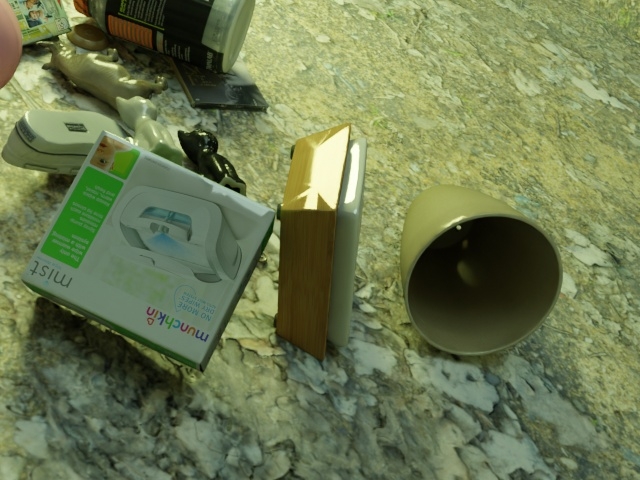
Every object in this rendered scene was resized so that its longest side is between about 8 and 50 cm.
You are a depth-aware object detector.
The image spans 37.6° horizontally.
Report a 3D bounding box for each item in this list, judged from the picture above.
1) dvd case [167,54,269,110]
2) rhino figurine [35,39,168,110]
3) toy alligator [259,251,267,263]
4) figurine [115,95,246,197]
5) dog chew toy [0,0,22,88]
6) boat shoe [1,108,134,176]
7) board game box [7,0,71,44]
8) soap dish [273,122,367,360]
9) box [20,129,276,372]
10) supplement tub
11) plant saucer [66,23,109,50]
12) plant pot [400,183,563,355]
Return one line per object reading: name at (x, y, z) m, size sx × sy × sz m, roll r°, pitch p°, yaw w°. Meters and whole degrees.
dvd case at (-0.215, -0.337, 1.884) m, size 0.164 × 0.018 × 0.221 m, roll -2°, pitch 46°, yaw -32°
rhino figurine at (-0.404, -0.302, 1.684) m, size 0.243 × 0.073 × 0.106 m, roll 28°, pitch 34°, yaw 3°
toy alligator at (-0.156, 0.019, 1.474) m, size 0.190 × 0.051 × 0.056 m, roll -7°, pitch 50°, yaw -37°
figurine at (-0.242, -0.151, 1.566) m, size 0.215 × 0.092 × 0.209 m, roll 27°, pitch 23°, yaw -36°
dog chew toy at (-0.584, -0.277, 1.411) m, size 0.207 × 0.206 × 0.332 m, roll 22°, pitch 29°, yaw -7°
boat shoe at (-0.390, -0.143, 1.490) m, size 0.096 × 0.088 × 0.267 m, roll 53°, pitch 21°, yaw 11°
board game box at (-0.580, -0.497, 1.653) m, size 0.046 × 0.317 × 0.213 m, roll -5°, pitch 19°, yaw 36°
soap dish at (0.000, 0.000, 1.420) m, size 0.118 × 0.291 × 0.229 m, roll 6°, pitch 39°, yaw 2°
box at (-0.227, 0.019, 1.277) m, size 0.262 × 0.127 × 0.231 m, roll 26°, pitch 75°, yaw 1°
supplement tub at (-0.298, -0.458, 1.809) m, size 0.316 × 0.193 × 0.193 m, roll 20°, pitch 37°, yaw 1°
plant saucer at (-0.447, -0.396, 1.812) m, size 0.083 × 0.015 × 0.083 m, roll 17°, pitch 39°, yaw -14°
plant pot at (0.237, 0.013, 1.594) m, size 0.256 × 0.256 × 0.274 m, roll 15°, pitch 23°, yaw -16°
